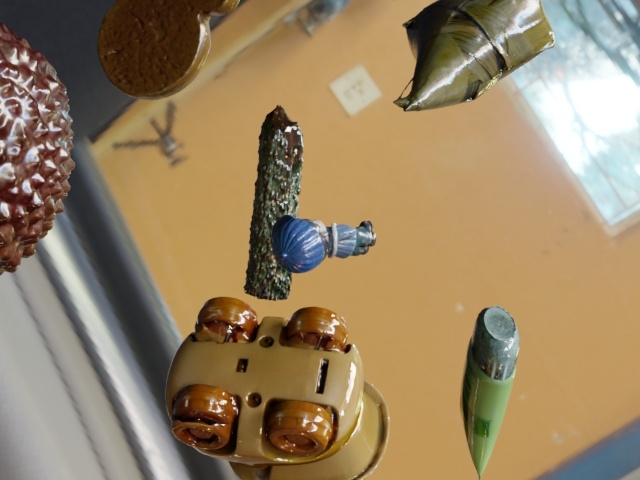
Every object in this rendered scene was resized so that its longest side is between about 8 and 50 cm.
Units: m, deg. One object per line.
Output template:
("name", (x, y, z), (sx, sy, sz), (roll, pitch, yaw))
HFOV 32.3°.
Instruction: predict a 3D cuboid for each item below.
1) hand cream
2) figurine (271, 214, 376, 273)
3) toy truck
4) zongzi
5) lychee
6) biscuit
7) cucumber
("hand cream", (0.158, 0.141, 1.070), (0.046, 0.175, 0.095), (1, -139, -8))
("figurine", (0.003, 0.008, 1.371), (0.136, 0.079, 0.077), (8, 147, -27))
("toy truck", (-0.058, 0.212, 1.492), (0.288, 0.211, 0.204), (2, -126, 12))
("zongzi", (0.148, -0.244, 1.530), (0.289, 0.123, 0.260), (-37, -159, -22))
("lychee", (-0.432, -0.111, 1.278), (0.306, 0.330, 0.306), (-12, 163, -4))
("biscuit", (-0.185, -0.280, 1.307), (0.039, 0.180, 0.236), (28, 79, -73))
("cucumber", (-0.081, -0.070, 2.048), (0.096, 0.359, 0.096), (7, -165, -2))
